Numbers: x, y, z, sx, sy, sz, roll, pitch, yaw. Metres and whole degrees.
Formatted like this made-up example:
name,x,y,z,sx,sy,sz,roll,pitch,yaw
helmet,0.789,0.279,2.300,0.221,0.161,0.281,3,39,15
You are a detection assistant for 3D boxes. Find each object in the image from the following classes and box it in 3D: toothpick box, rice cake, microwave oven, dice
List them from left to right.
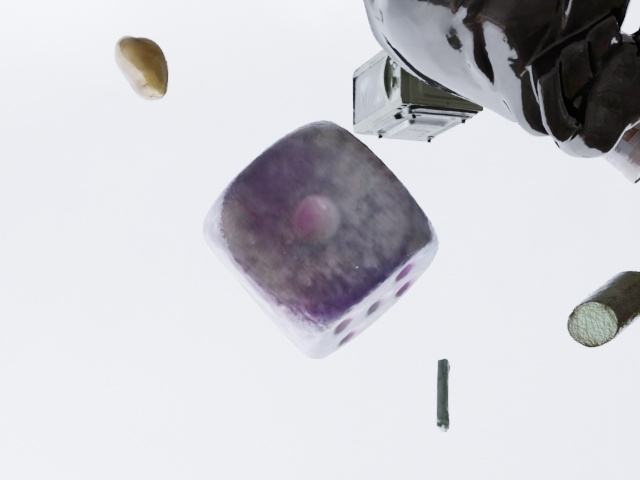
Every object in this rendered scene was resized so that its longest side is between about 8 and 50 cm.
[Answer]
name,x,y,z,sx,sy,sz,roll,pitch,yaw
dice,0.000,0.000,1.903,0.270,0.270,0.271,47,173,13
microwave oven,0.155,-0.236,2.020,0.163,0.205,0.129,5,-100,-19
rice cake,0.189,0.237,1.920,0.022,0.022,0.121,-11,-128,22
toothpick box,0.518,-0.180,2.166,0.149,0.098,0.098,42,-144,16

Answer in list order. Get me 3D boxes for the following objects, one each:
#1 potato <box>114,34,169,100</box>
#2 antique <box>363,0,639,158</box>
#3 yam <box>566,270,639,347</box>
name,x,y,z,sx,sy,sz,roll,pitch,yaw
potato,-0.213,-0.207,1.497,0.062,0.083,0.068,-15,174,6
antique,0.192,-0.226,1.106,0.322,0.255,0.185,20,-166,-9
yam,0.385,0.084,1.636,0.070,0.069,0.146,37,-135,23
